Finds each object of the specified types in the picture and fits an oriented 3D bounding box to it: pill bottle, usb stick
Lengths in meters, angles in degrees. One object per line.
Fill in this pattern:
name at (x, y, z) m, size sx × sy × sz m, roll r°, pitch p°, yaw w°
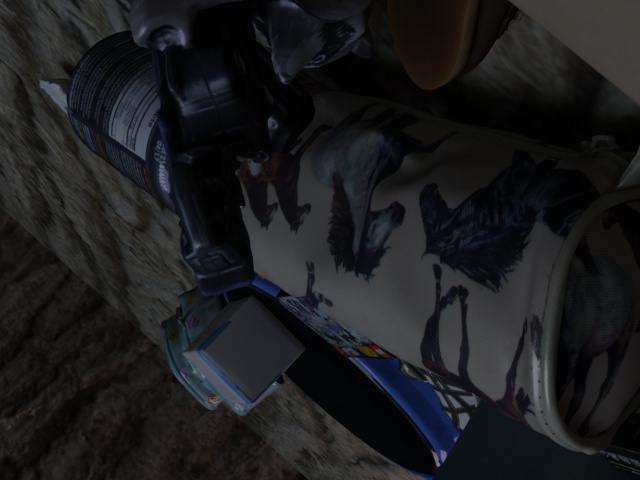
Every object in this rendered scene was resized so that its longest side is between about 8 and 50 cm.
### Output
pill bottle at (-0.121, -0.096, 1.063) m, size 0.245 × 0.130 × 0.130 m, roll 34°, pitch 163°, yaw 46°
usb stick at (-0.110, -0.164, 0.758) m, size 0.278 × 0.045 × 0.077 m, roll 45°, pitch 177°, yaw 1°

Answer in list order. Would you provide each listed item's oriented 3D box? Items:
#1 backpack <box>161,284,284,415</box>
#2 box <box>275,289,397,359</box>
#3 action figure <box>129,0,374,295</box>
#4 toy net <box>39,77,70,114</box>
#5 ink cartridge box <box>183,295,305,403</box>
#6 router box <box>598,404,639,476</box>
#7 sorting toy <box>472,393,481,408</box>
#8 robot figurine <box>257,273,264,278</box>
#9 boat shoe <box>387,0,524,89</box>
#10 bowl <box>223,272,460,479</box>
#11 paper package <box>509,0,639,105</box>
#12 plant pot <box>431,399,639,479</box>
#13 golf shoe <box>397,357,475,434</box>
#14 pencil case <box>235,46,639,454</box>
backpack at (-0.134, 0.154, 1.665) m, size 0.166 × 0.144 × 0.188 m, roll 53°, pitch 180°, yaw -27°
box at (0.017, 0.069, 1.073) m, size 0.094 × 0.027 × 0.137 m, roll 39°, pitch 166°, yaw -10°
action figure at (-0.017, -0.159, 0.572) m, size 0.330 × 0.178 × 0.342 m, roll 69°, pitch -170°, yaw -70°
toy net at (-0.258, -0.140, 1.481) m, size 0.232 × 0.045 × 0.122 m, roll 37°, pitch 165°, yaw 25°
ink cartridge box at (-0.096, 0.132, 1.414) m, size 0.090 × 0.092 × 0.143 m, roll 46°, pitch 163°, yaw -7°
router box at (0.238, 0.097, 0.747) m, size 0.038 × 0.122 × 0.092 m, roll 44°, pitch 165°, yaw -19°
sorting toy at (0.155, 0.112, 1.070) m, size 0.045 × 0.075 × 0.083 m, roll 22°, pitch 154°, yaw 52°
robot figurine at (0.000, 0.000, 1.140) m, size 0.211 × 0.085 × 0.291 m, roll 52°, pitch 161°, yaw -28°
boat shoe at (0.084, -0.142, 0.595) m, size 0.073 × 0.073 × 0.207 m, roll 63°, pitch 166°, yaw 11°
bowl at (0.032, 0.145, 1.448) m, size 0.391 × 0.077 × 0.391 m, roll 40°, pitch 164°, yaw 14°
paper package at (0.156, -0.141, 0.261) m, size 0.325 × 0.168 × 0.309 m, roll 41°, pitch 164°, yaw 6°
plant pot at (0.247, 0.224, 0.858) m, size 0.248 × 0.247 × 0.252 m, roll 47°, pitch 147°, yaw -13°
golf shoe at (0.150, 0.135, 1.142) m, size 0.198 × 0.077 × 0.094 m, roll 37°, pitch 153°, yaw -12°
pencil case at (0.061, -0.022, 0.808) m, size 0.159 × 0.184 × 0.410 m, roll 13°, pitch -171°, yaw -42°
